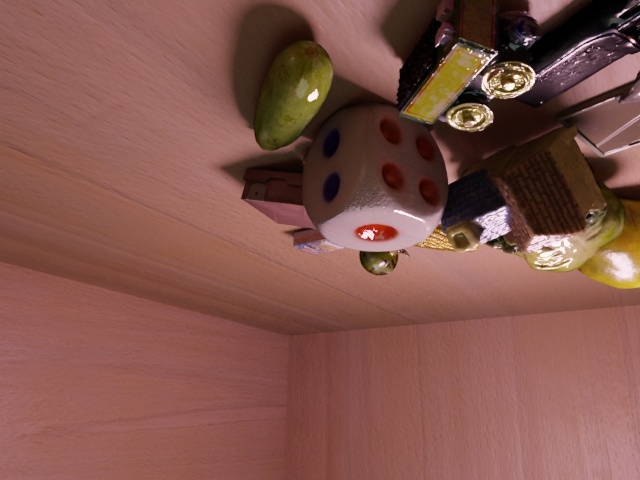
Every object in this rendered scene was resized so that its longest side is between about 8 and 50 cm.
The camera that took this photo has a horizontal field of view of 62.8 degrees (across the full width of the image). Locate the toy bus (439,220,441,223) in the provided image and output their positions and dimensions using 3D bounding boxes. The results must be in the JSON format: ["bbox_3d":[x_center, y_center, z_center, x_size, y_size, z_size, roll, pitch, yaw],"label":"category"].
[{"bbox_3d":[0.424,-0.086,1.539,0.192,0.065,0.077,-3,153,10],"label":"toy bus"}]

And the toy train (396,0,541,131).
[{"bbox_3d":[0.242,-0.290,0.880,0.178,0.134,0.261,14,157,-12],"label":"toy train"}]

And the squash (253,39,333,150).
[{"bbox_3d":[-0.071,-0.251,1.022,0.118,0.118,0.370,7,161,-18],"label":"squash"}]

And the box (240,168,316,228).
[{"bbox_3d":[-0.070,-0.104,1.402,0.215,0.086,0.215,9,167,28],"label":"box"}]

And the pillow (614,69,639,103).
[{"bbox_3d":[0.649,-0.283,0.878,0.255,0.059,0.169,-9,162,-1],"label":"pillow"}]

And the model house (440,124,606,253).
[{"bbox_3d":[0.424,-0.060,1.143,0.321,0.261,0.266,-25,-174,43],"label":"model house"}]

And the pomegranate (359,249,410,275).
[{"bbox_3d":[0.219,0.042,1.828,0.169,0.148,0.148,-37,146,19],"label":"pomegranate"}]

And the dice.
[{"bbox_3d":[0.119,-0.130,1.156,0.259,0.251,0.243,14,154,-34],"label":"dice"}]

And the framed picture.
[{"bbox_3d":[0.693,-0.270,1.072,0.241,0.020,0.324,17,155,-38],"label":"framed picture"}]

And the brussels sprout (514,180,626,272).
[{"bbox_3d":[0.619,-0.044,1.380,0.317,0.242,0.273,2,158,-11],"label":"brussels sprout"}]

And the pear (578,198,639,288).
[{"bbox_3d":[0.866,0.004,1.510,0.321,0.269,0.269,12,166,25],"label":"pear"}]

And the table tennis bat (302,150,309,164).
[{"bbox_3d":[0.051,-0.156,1.380,0.199,0.050,0.321,-8,162,28],"label":"table tennis bat"}]

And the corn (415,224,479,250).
[{"bbox_3d":[0.383,-0.015,1.686,0.311,0.101,0.101,11,158,-21],"label":"corn"}]

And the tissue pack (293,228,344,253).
[{"bbox_3d":[0.000,0.000,1.796,0.155,0.065,0.116,-13,156,32],"label":"tissue pack"}]

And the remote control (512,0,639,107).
[{"bbox_3d":[0.468,-0.332,0.843,0.145,0.062,0.399,11,158,-27],"label":"remote control"}]
